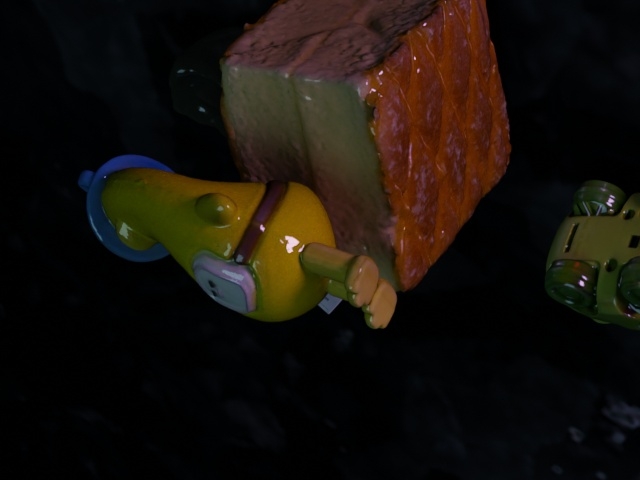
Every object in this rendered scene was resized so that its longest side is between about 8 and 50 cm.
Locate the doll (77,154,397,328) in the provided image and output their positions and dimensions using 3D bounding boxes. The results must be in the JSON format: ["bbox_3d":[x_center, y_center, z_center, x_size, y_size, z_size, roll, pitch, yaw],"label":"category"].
[{"bbox_3d":[-0.096,-0.012,1.621,0.363,0.145,0.199,20,160,27],"label":"doll"}]

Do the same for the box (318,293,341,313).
[{"bbox_3d":[0.000,0.000,1.980,0.130,0.129,0.051,41,138,-1],"label":"box"}]

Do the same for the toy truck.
[{"bbox_3d":[0.344,0.035,1.776,0.187,0.148,0.210,11,155,25],"label":"toy truck"}]

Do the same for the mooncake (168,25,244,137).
[{"bbox_3d":[-0.088,-0.162,1.881,0.168,0.175,0.104,-1,134,-18],"label":"mooncake"}]

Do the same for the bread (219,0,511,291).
[{"bbox_3d":[0.051,-0.132,1.729,0.207,0.279,0.279,9,132,30],"label":"bread"}]
